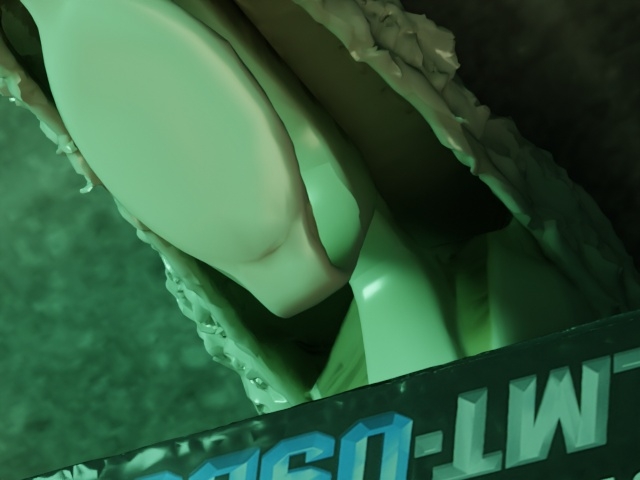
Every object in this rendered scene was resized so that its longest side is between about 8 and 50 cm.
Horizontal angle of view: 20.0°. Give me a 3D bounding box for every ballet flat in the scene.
[{"bbox_3d":[0.000,0.000,0.579,0.147,0.147,0.409,-38,122,8],"label":"ballet flat"}]

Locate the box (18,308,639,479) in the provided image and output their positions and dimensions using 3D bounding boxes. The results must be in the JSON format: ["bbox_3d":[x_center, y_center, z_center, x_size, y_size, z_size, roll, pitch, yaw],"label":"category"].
[{"bbox_3d":[0.054,0.121,0.587,0.295,0.073,0.293,-16,152,13],"label":"box"}]
